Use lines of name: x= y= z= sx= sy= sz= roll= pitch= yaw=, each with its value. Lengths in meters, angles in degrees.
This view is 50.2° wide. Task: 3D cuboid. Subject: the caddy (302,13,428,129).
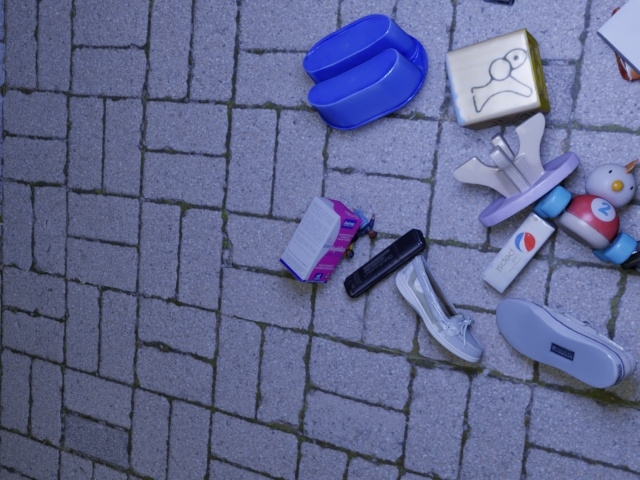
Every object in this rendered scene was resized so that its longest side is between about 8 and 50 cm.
caddy: x=0.117 y=-0.443 z=1.838 sx=0.341 sy=0.179 sz=0.241 roll=-20 pitch=63 yaw=26

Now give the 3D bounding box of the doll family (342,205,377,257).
doll family: x=0.081 y=-0.010 z=1.952 sx=0.193 sy=0.076 sz=0.111 roll=-53 pitch=54 yaw=26

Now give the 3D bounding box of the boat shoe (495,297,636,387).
boat shoe: x=0.615 y=0.238 z=1.697 sx=0.367 sy=0.156 sz=0.135 roll=26 pitch=114 yaw=51

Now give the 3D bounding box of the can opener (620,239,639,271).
can opener: x=0.801 y=0.023 z=1.620 sx=0.186 sy=0.059 sz=0.073 roll=-23 pitch=85 yaw=26

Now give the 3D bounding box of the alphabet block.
alphabet block: x=0.437 y=-0.387 z=1.676 sx=0.197 sy=0.193 sz=0.192 roll=-10 pitch=92 yaw=26

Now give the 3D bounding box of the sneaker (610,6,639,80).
sneaker: x=0.727 y=-0.465 z=1.611 sx=0.067 sy=0.064 sz=0.175 roll=-16 pitch=93 yaw=4

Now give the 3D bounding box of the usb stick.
usb stick: x=0.179 y=0.066 z=1.923 sx=0.278 sy=0.045 sz=0.077 roll=-38 pitch=47 yaw=24

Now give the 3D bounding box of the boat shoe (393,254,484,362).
boat shoe: x=0.330 y=0.187 z=1.836 sx=0.103 sy=0.118 sz=0.320 roll=-47 pitch=68 yaw=23

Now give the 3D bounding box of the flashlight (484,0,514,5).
flashlight: x=0.348 y=-0.682 z=1.739 sx=0.304 sy=0.103 sz=0.103 roll=19 pitch=101 yaw=24

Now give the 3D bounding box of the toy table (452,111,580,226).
toy table: x=0.468 y=-0.174 z=1.671 sx=0.274 sy=0.252 sz=0.161 roll=-37 pitch=95 yaw=12

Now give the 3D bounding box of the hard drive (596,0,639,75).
hard drive: x=0.835 y=-0.515 z=1.515 sx=0.353 sy=0.047 sz=0.233 roll=-44 pitch=84 yaw=15

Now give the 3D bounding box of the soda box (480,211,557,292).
soda box: x=0.510 y=0.029 z=1.756 sx=0.074 sy=0.069 sz=0.216 roll=41 pitch=112 yaw=16

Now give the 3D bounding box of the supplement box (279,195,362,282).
supplement box: x=0.000 y=0.000 z=1.901 sx=0.114 sy=0.111 sz=0.220 roll=42 pitch=112 yaw=35

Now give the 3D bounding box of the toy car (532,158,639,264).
toy car: x=0.667 y=-0.103 z=1.604 sx=0.219 sy=0.210 sz=0.238 roll=37 pitch=97 yaw=6
